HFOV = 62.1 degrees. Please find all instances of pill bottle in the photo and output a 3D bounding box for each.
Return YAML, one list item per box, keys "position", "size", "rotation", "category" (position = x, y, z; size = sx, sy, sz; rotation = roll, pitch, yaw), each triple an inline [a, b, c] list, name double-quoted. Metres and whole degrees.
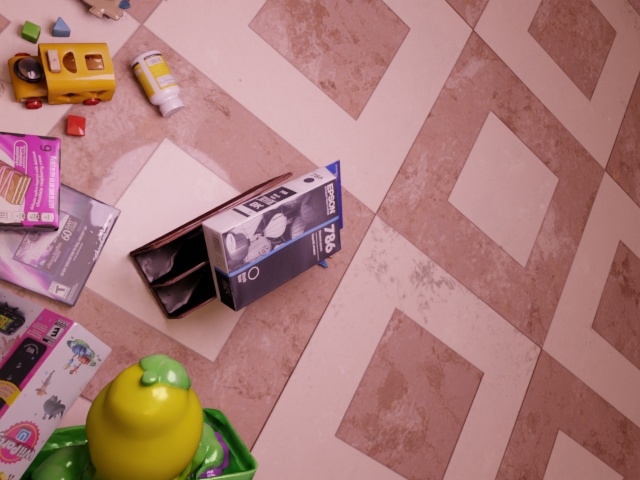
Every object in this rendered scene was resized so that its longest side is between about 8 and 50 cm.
- position: [-0.319, -0.309, 1.055]
  size: [0.065, 0.065, 0.116]
  rotation: [-31, 99, -28]
  category: "pill bottle"

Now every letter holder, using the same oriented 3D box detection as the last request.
- position: [-0.173, 0.008, 1.010]
  size: [0.302, 0.214, 0.152]
  rotation: [-32, 99, -28]
  category: "letter holder"

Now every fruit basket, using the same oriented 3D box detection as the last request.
- position: [-0.298, 0.333, 0.862]
  size: [0.392, 0.283, 0.392]
  rotation: [-5, 101, -27]
  category: "fruit basket"

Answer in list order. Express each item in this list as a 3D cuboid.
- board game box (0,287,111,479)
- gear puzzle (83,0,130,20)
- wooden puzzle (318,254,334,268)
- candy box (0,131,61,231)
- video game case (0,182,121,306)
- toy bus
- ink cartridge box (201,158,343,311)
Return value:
- position: [-0.499, 0.237, 0.787]
  size: [0.303, 0.224, 0.097]
  rotation: [-61, 148, -26]
  category: "board game box"
- position: [-0.507, -0.557, 1.002]
  size: [0.339, 0.044, 0.175]
  rotation: [28, 73, -20]
  category: "gear puzzle"
- position: [0.000, 0.000, 1.221]
  size: [0.078, 0.014, 0.116]
  rotation: [18, 76, -21]
  category: "wooden puzzle"
- position: [-0.556, -0.099, 0.871]
  size: [0.233, 0.071, 0.159]
  rotation: [1, 84, -28]
  category: "candy box"
- position: [-0.524, -0.026, 0.934]
  size: [0.274, 0.026, 0.196]
  rotation: [28, 72, -24]
  category: "video game case"
- position: [-0.471, -0.301, 0.950]
  size: [0.191, 0.104, 0.202]
  rotation: [35, 69, -20]
  category: "toy bus"
- position: [-0.053, -0.019, 0.982]
  size: [0.332, 0.065, 0.165]
  rotation: [-32, 130, -35]
  category: "ink cartridge box"
